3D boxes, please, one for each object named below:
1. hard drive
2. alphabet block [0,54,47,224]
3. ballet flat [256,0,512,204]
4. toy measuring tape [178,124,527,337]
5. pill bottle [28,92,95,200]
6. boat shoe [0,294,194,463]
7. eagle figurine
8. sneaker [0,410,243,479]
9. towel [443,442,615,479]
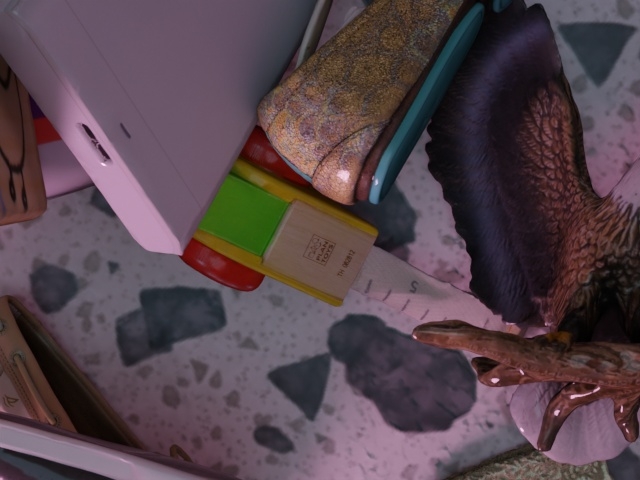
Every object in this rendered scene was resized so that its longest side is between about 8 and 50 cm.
[{"bbox_3d":[-0.072,-0.173,0.784,0.040,0.203,0.307,7,56,31],"label":"hard drive"},{"bbox_3d":[-0.271,-0.084,0.679,0.193,0.197,0.192,-8,95,-2],"label":"alphabet block"},{"bbox_3d":[0.079,-0.181,0.845,0.123,0.123,0.348,36,73,-1],"label":"ballet flat"},{"bbox_3d":[0.000,0.000,0.926,0.330,0.121,0.121,25,96,-22],"label":"toy measuring tape"},{"bbox_3d":[-0.262,-0.174,0.864,0.181,0.181,0.323,-16,94,4],"label":"pill bottle"},{"bbox_3d":[-0.163,0.164,0.928,0.285,0.104,0.089,42,98,-1],"label":"boat shoe"},{"bbox_3d":[0.197,-0.017,0.861,0.225,0.298,0.226,-28,125,32],"label":"eagle figurine"},{"bbox_3d":[-0.201,0.193,0.833,0.295,0.104,0.147,15,84,5],"label":"sneaker"},{"bbox_3d":[0.157,0.211,0.957,0.148,0.027,0.110,-21,93,4],"label":"towel"}]
